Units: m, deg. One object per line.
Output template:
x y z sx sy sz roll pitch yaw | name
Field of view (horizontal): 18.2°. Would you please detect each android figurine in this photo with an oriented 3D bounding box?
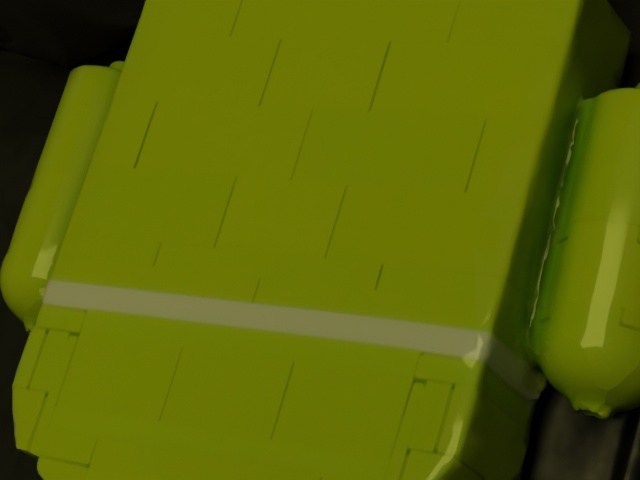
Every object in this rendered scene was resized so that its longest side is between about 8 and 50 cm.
0.000 0.000 0.636 0.248 0.056 0.273 3 70 32 | android figurine

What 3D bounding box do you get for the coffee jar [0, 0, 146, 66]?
-0.112 -0.160 0.752 0.079 0.096 0.184 -25 57 23 | coffee jar
